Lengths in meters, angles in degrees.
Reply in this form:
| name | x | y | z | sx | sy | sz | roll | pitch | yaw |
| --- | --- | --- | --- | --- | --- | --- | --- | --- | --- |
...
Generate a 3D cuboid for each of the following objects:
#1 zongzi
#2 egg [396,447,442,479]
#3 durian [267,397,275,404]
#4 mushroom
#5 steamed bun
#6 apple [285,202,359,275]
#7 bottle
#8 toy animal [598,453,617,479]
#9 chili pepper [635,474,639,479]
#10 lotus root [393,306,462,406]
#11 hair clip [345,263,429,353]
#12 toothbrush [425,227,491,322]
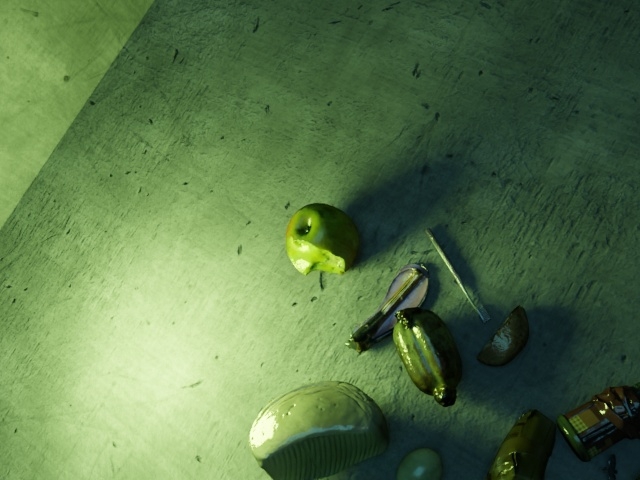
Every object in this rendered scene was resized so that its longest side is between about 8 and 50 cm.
| name | x | y | z | sx | sy | sz | roll | pitch | yaw |
| --- | --- | --- | --- | --- | --- | --- | --- | --- | --- |
| zongzi | 0.528 | 0.631 | 1.642 | 0.123 | 0.289 | 0.260 | 32 | 44 | 10 |
| egg | 0.280 | 0.662 | 1.681 | 0.114 | 0.114 | 0.152 | 40 | 91 | 24 |
| durian | -0.138 | 0.537 | 1.868 | 0.080 | 0.091 | 0.080 | 4 | 58 | -7 |
| mushroom | 0.554 | 0.293 | 1.743 | 0.094 | 0.072 | 0.210 | 43 | 88 | 15 |
| steamed bun | -0.007 | 0.537 | 1.732 | 0.384 | 0.247 | 0.236 | -19 | 44 | 2 |
| apple | 0.000 | 0.000 | 1.928 | 0.246 | 0.226 | 0.246 | -6 | 70 | 18 |
| bottle | 0.785 | 0.478 | 1.577 | 0.271 | 0.156 | 0.143 | -31 | 33 | 5 |
| toy animal | 0.774 | 0.618 | 1.589 | 0.050 | 0.028 | 0.084 | -3 | 74 | 15 |
| chili pepper | 0.966 | 0.561 | 1.525 | 0.359 | 0.076 | 0.085 | -31 | 39 | 1 |
| lotus root | 0.319 | 0.346 | 1.756 | 0.173 | 0.173 | 0.309 | -25 | 67 | 8 |
| hair clip | 0.224 | 0.221 | 1.879 | 0.359 | 0.095 | 0.110 | -43 | 30 | -9 |
| toothbrush | 0.432 | 0.104 | 1.869 | 0.029 | 0.024 | 0.354 | -29 | 66 | 0 |
